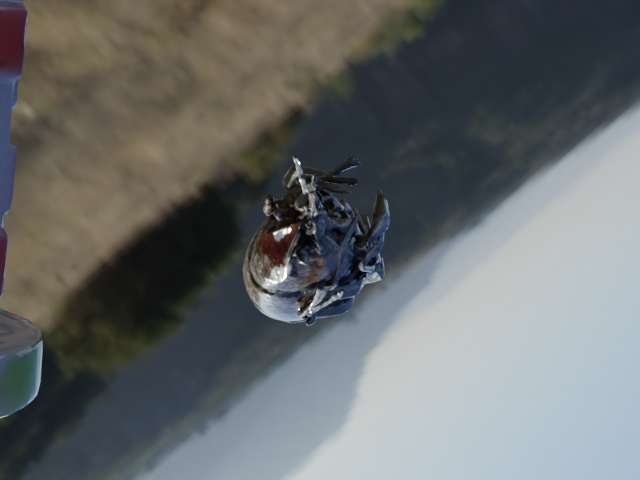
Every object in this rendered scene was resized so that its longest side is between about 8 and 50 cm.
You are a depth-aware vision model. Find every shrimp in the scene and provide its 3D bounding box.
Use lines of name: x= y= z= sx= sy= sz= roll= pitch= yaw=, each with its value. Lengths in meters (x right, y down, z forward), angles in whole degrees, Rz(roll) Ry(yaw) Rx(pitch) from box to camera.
shrimp: x=0.000 y=0.000 z=0.813 sx=0.065 sy=0.057 sz=0.165 roll=-31 pitch=171 yaw=-15

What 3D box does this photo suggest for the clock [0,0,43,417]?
clock: x=-0.151 y=-0.136 z=0.361 sx=0.166 sy=0.235 sz=0.310 roll=-9 pitch=110 yaw=-52
